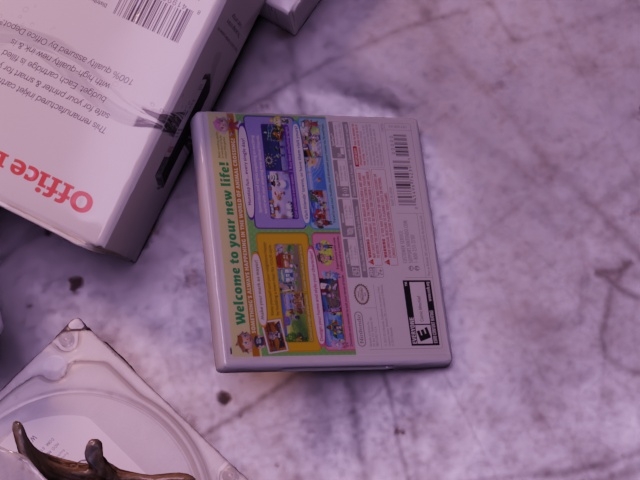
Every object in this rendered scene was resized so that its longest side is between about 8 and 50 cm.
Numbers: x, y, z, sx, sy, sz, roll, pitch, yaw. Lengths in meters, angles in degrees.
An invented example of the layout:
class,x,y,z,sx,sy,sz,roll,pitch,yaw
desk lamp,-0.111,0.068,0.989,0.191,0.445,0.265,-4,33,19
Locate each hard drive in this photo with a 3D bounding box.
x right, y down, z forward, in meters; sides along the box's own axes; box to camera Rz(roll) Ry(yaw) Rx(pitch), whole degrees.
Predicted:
class,x,y,z,sx,sy,sz,roll,pitch,yaw
hard drive,-0.150,0.254,1.394,0.339,0.064,0.237,43,80,15

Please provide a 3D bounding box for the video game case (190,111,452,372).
class,x,y,z,sx,sy,sz,roll,pitch,yaw
video game case,0.000,0.000,1.450,0.193,0.023,0.212,0,70,-21

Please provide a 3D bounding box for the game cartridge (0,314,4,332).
class,x,y,z,sx,sy,sz,roll,pitch,yaw
game cartridge,-0.368,-0.005,1.442,0.062,0.198,0.297,-14,63,-47

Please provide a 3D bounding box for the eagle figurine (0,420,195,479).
class,x,y,z,sx,sy,sz,roll,pitch,yaw
eagle figurine,-0.185,0.292,1.256,0.225,0.226,0.298,20,68,-11

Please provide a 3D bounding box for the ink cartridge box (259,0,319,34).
class,x,y,z,sx,sy,sz,roll,pitch,yaw
ink cartridge box,-0.049,-0.245,1.557,0.122,0.052,0.088,31,78,15

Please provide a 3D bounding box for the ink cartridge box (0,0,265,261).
class,x,y,z,sx,sy,sz,roll,pitch,yaw
ink cartridge box,-0.188,-0.144,1.477,0.197,0.114,0.273,26,86,12
